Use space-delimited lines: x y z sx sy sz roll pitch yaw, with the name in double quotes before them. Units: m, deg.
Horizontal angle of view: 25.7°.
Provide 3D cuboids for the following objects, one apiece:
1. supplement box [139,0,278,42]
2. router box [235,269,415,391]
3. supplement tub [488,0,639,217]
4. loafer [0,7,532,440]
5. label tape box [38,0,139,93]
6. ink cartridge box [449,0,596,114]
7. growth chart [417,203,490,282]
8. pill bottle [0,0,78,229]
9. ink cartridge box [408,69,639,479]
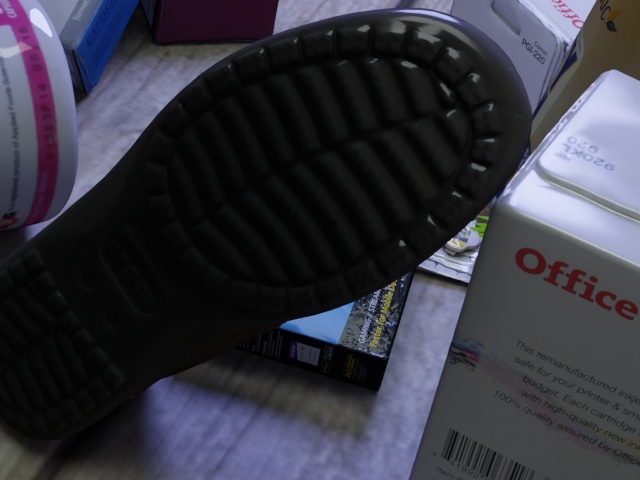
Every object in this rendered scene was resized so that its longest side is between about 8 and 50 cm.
"supplement box" -0.109 -0.253 1.208 0.104 0.081 0.188 -4 41 -20
"router box" 0.000 0.000 0.924 0.133 0.046 0.179 16 53 5
"supplement tub" 0.266 -0.084 0.894 0.228 0.316 0.228 15 40 -13
"loafer" -0.042 -0.016 0.758 0.134 0.366 0.130 63 31 0
"label tape box" -0.271 -0.296 1.063 0.333 0.106 0.241 26 79 3
"ink cartridge box" 0.242 -0.184 1.214 0.218 0.092 0.158 -9 43 -28
"growth chart" 0.110 -0.019 1.030 0.237 0.021 0.172 14 39 -2
"pill bottle" -0.306 -0.065 0.850 0.283 0.160 0.160 -13 45 -31
"ink cartridge box" 0.173 0.062 0.775 0.171 0.233 0.168 26 40 15
